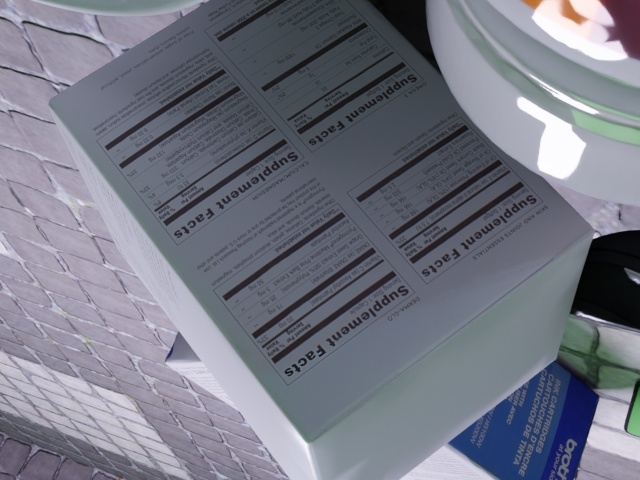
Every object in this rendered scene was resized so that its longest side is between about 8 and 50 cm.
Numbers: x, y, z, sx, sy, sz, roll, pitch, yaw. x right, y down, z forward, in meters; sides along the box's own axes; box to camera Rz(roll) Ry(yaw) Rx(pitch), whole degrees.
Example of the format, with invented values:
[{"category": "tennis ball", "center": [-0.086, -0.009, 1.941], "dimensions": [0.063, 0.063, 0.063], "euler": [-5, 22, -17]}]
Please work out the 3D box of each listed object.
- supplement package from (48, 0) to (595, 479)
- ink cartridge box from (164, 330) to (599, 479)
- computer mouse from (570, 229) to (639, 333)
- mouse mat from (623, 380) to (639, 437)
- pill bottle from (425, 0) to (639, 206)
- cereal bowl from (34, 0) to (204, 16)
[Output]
[{"category": "supplement package", "center": [0.000, 0.000, 0.743], "dimensions": [0.263, 0.198, 0.199], "euler": [50, 166, 23]}, {"category": "ink cartridge box", "center": [0.082, 0.155, 1.179], "dimensions": [0.395, 0.151, 0.270], "euler": [39, 153, -27]}, {"category": "computer mouse", "center": [0.278, 0.034, 0.749], "dimensions": [0.184, 0.060, 0.262], "euler": [-3, -164, -42]}, {"category": "mouse mat", "center": [0.392, 0.190, 1.140], "dimensions": [0.189, 0.007, 0.153], "euler": [16, 155, 16]}, {"category": "pill bottle", "center": [0.137, -0.179, 0.328], "dimensions": [0.224, 0.224, 0.392], "euler": [20, 156, 9]}, {"category": "cereal bowl", "center": [-0.152, -0.261, 0.529], "dimensions": [0.339, 0.141, 0.339], "euler": [22, 157, 10]}]
